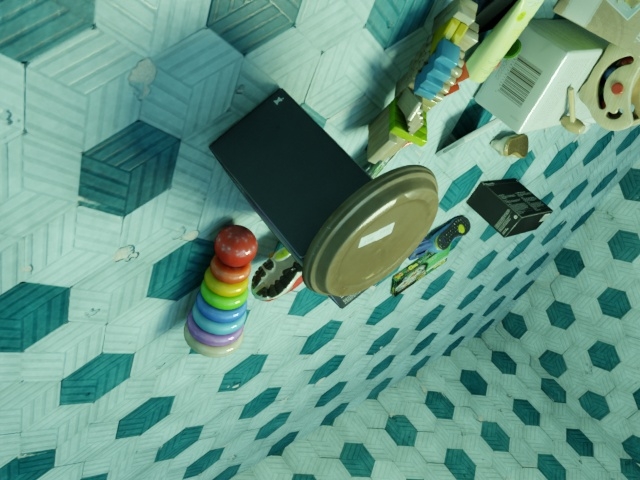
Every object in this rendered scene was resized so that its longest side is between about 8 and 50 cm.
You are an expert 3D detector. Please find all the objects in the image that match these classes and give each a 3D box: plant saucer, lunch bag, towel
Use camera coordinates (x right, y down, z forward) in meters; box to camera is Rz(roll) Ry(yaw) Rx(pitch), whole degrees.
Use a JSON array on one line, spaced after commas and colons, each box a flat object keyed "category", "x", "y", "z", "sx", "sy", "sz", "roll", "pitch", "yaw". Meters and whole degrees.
[{"category": "plant saucer", "x": 0.092, "y": -0.003, "z": 0.970, "sx": 0.278, "sy": 0.041, "sz": 0.278, "roll": -30, "pitch": 151, "yaw": -19}, {"category": "lunch bag", "x": 0.311, "y": 0.023, "z": 1.934, "sx": 0.098, "sy": 0.065, "sz": 0.067, "roll": -19, "pitch": 146, "yaw": -38}, {"category": "towel", "x": 0.139, "y": -0.187, "z": 1.384, "sx": 0.152, "sy": 0.023, "sz": 0.113, "roll": -49, "pitch": -170, "yaw": 11}]

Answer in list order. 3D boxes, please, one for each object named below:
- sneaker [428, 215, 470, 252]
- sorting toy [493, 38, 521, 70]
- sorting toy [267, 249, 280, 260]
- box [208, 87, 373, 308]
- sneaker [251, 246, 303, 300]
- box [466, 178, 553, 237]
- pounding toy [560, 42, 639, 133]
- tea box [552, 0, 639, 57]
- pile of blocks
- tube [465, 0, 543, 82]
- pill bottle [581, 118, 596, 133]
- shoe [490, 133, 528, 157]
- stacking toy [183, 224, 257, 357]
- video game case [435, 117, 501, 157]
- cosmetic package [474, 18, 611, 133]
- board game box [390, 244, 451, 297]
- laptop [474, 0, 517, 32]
[{"category": "sneaker", "x": 0.436, "y": -0.022, "z": 2.053, "sx": 0.209, "sy": 0.069, "sz": 0.082, "roll": -33, "pitch": -173, "yaw": -34}, {"category": "sorting toy", "x": 0.422, "y": -0.434, "z": 1.391, "sx": 0.102, "sy": 0.061, "sz": 0.042, "roll": -27, "pitch": 161, "yaw": 25}, {"category": "sorting toy", "x": 0.000, "y": 0.000, "z": 1.507, "sx": 0.348, "sy": 0.047, "sz": 0.196, "roll": -11, "pitch": 137, "yaw": -42}, {"category": "box", "x": -0.016, "y": -0.068, "z": 1.104, "sx": 0.183, "sy": 0.296, "sz": 0.294, "roll": -39, "pitch": 153, "yaw": -4}, {"category": "sneaker", "x": -0.047, "y": 0.044, "z": 1.394, "sx": 0.279, "sy": 0.107, "sz": 0.118, "roll": -34, "pitch": 167, "yaw": -11}, {"category": "box", "x": 0.653, "y": -0.116, "z": 2.045, "sx": 0.261, "sy": 0.184, "sz": 0.103, "roll": -10, "pitch": 142, "yaw": -46}, {"category": "pounding toy", "x": 0.700, "y": -0.348, "z": 1.424, "sx": 0.155, "sy": 0.154, "sz": 0.269, "roll": -21, "pitch": 145, "yaw": -36}, {"category": "tea box", "x": 0.713, "y": -0.610, "z": 1.254, "sx": 0.323, "sy": 0.220, "sz": 0.329, "roll": -37, "pitch": 158, "yaw": -46}, {"category": "pile of blocks", "x": 0.229, "y": -0.298, "z": 1.203, "sx": 0.113, "sy": 0.149, "sz": 0.362, "roll": 19, "pitch": 122, "yaw": -22}, {"category": "tube", "x": 0.395, "y": -0.442, "z": 1.279, "sx": 0.240, "sy": 0.062, "sz": 0.070, "roll": 126, "pitch": -17, "yaw": -53}, {"category": "pill bottle", "x": 0.870, "y": -0.454, "z": 1.889, "sx": 0.121, "sy": 0.121, "sz": 0.216, "roll": -19, "pitch": 147, "yaw": -37}, {"category": "shoe", "x": 0.593, "y": -0.296, "z": 1.847, "sx": 0.219, "sy": 0.058, "sz": 0.076, "roll": -10, "pitch": 109, "yaw": -53}, {"category": "stacking toy", "x": -0.211, "y": 0.106, "z": 1.307, "sx": 0.141, "sy": 0.141, "sz": 0.330, "roll": -18, "pitch": 141, "yaw": -38}, {"category": "video game case", "x": 0.400, "y": -0.277, "z": 1.574, "sx": 0.157, "sy": 0.019, "sz": 0.143, "roll": -30, "pitch": -179, "yaw": -20}, {"category": "cosmetic package", "x": 0.634, "y": -0.438, "z": 1.550, "sx": 0.453, "sy": 0.161, "sz": 0.230, "roll": -16, "pitch": 144, "yaw": -39}, {"category": "board game box", "x": 0.367, "y": 0.102, "z": 2.173, "sx": 0.260, "sy": 0.030, "sz": 0.136, "roll": -32, "pitch": 150, "yaw": -17}, {"category": "laptop", "x": 0.389, "y": -0.557, "z": 1.212, "sx": 0.234, "sy": 0.137, "sz": 0.264, "roll": -25, "pitch": 124, "yaw": -30}]
